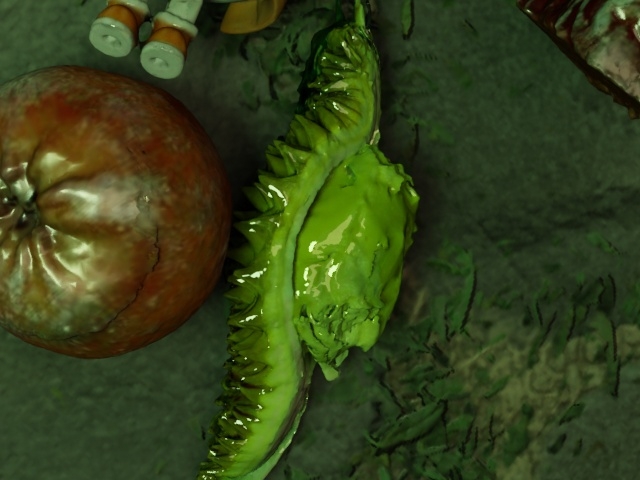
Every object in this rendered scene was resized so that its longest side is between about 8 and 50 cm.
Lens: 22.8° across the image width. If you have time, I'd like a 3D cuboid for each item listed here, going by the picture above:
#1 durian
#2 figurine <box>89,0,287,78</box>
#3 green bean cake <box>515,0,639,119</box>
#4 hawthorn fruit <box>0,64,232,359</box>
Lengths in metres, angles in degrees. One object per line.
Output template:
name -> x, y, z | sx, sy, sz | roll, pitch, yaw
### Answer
durian -> -0.006, -0.002, 0.997 | 0.132, 0.106, 0.375 | 14, 95, -26
figurine -> -0.064, -0.219, 0.949 | 0.143, 0.143, 0.271 | 32, 50, -20
green bean cake -> 0.211, -0.148, 0.991 | 0.198, 0.233, 0.097 | -39, 103, -8
hawthorn fruit -> -0.129, -0.018, 0.921 | 0.173, 0.173, 0.172 | -2, 96, -20
